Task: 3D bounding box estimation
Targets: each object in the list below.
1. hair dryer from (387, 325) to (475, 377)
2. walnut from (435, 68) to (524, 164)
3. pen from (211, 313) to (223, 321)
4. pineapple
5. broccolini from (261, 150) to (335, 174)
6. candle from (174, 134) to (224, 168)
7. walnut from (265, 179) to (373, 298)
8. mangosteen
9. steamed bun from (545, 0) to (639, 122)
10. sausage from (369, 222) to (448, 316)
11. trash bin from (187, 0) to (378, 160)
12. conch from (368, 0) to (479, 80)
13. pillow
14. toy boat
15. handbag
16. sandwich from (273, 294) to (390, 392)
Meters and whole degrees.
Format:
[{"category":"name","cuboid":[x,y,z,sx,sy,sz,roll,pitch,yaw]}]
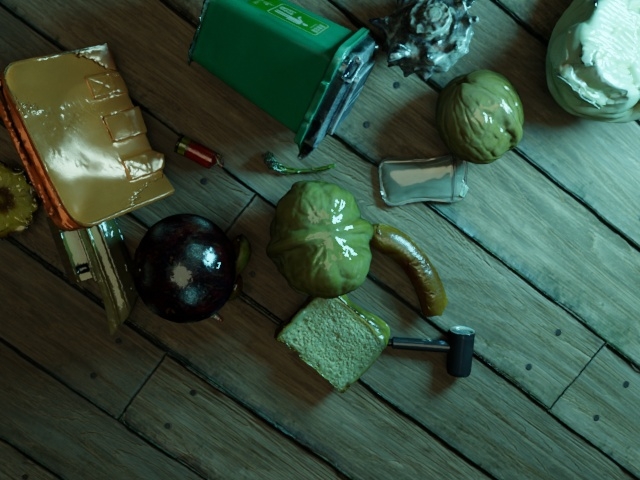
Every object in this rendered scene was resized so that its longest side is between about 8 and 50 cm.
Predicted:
[{"category":"hair dryer","cuboid":[0.288,0.300,1.709,0.255,0.070,0.128,2,101,7]},{"category":"walnut","cuboid":[0.389,-0.298,1.526,0.228,0.228,0.228,0,100,0]},{"category":"pen","cuboid":[-0.353,0.155,1.695,0.218,0.026,0.026,36,98,-6]},{"category":"pineapple","cuboid":[-0.817,-0.109,1.621,0.224,0.076,0.225,0,102,2]},{"category":"broccolini","cuboid":[-0.059,-0.193,1.633,0.194,0.054,0.052,5,130,-8]},{"category":"candle","cuboid":[-0.309,-0.222,1.615,0.130,0.052,0.052,25,99,-5]},{"category":"walnut","cuboid":[0.000,-0.002,1.544,0.253,0.277,0.282,14,79,-8]},{"category":"mangosteen","cuboid":[-0.322,0.069,1.564,0.288,0.288,0.288,0,100,0]},{"category":"steamed bun","cuboid":[0.667,-0.438,1.490,0.394,0.237,0.347,-17,84,-23]},{"category":"sausage","cuboid":[0.237,0.068,1.652,0.103,0.076,0.302,-37,98,4]},{"category":"trash bin","cuboid":[-0.092,-0.413,1.475,0.381,0.259,0.295,31,125,2]},{"category":"conch","cuboid":[0.262,-0.504,1.457,0.240,0.313,0.186,2,133,38]},{"category":"pillow","cuboid":[0.269,-0.158,1.632,0.232,0.038,0.131,-4,103,1]},{"category":"toy boat","cuboid":[-0.591,0.027,1.613,0.162,0.136,0.445,-20,100,-5]},{"category":"handbag","cuboid":[-0.564,-0.248,1.508,0.303,0.116,0.410,-29,101,-39]},{"category":"sandwich","cuboid":[0.035,0.251,1.678,0.251,0.087,0.226,38,109,-6]}]
